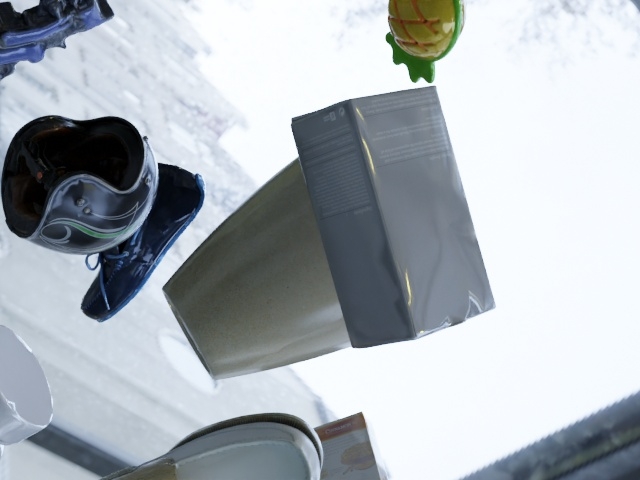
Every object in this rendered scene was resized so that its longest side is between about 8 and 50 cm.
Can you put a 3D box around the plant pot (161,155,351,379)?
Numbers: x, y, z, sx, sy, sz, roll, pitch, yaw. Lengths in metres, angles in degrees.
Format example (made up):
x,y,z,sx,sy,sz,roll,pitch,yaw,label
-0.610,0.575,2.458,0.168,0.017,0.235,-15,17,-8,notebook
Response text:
x,y,z,sx,sy,sz,roll,pitch,yaw,label
-0.041,0.043,1.326,0.274,0.256,0.256,-29,-150,-11,plant pot

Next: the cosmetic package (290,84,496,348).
x,y,z,sx,sy,sz,roll,pitch,yaw,label
0.072,-0.023,1.085,0.107,0.127,0.238,-11,-89,50,cosmetic package

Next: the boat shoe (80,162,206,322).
x,y,z,sx,sy,sz,roll,pitch,yaw,label
-0.257,-0.006,1.483,0.258,0.089,0.109,-53,-152,14,boat shoe

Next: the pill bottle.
x,y,z,sx,sy,sz,roll,pitch,yaw,label
-0.330,0.154,0.869,0.221,0.124,0.124,-27,-143,8,pill bottle

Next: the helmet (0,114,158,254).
x,y,z,sx,sy,sz,roll,pitch,yaw,label
-0.275,-0.065,1.301,0.169,0.161,0.169,1,-88,48,helmet

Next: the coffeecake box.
x,y,z,sx,sy,sz,roll,pitch,yaw,label
0.027,0.367,1.634,0.142,0.068,0.185,-20,-123,8,coffeecake box

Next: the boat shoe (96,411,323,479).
x,y,z,sx,sy,sz,roll,pitch,yaw,label
-0.139,0.238,0.921,0.302,0.113,0.103,-25,-178,6,boat shoe

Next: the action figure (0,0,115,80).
x,y,z,sx,sy,sz,roll,pitch,yaw,label
-0.355,-0.195,0.875,0.341,0.330,0.178,-22,-133,-13,action figure

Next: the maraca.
x,y,z,sx,sy,sz,roll,pitch,yaw,label
0.140,-0.299,1.521,0.127,0.099,0.185,52,-33,26,maraca
